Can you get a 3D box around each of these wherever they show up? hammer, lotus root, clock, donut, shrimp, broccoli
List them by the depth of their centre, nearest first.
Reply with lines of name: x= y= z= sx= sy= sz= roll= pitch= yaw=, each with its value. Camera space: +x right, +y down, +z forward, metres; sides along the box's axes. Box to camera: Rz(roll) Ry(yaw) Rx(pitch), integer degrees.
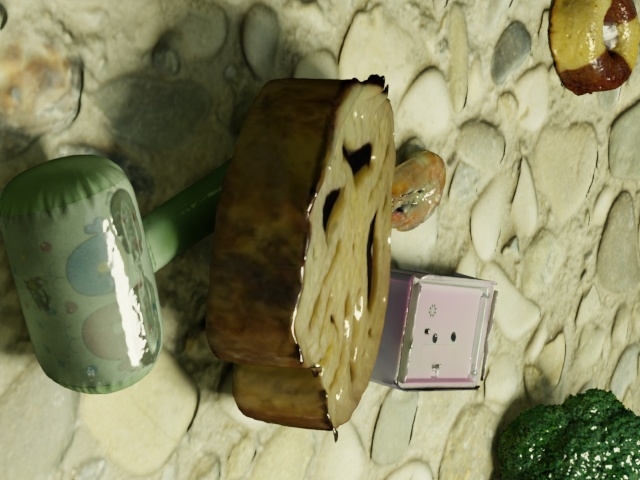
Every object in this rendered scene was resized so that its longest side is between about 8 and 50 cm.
hammer: x=-0.147 y=-0.013 z=1.249 sx=0.335 sy=0.119 sz=0.206 roll=-38 pitch=127 yaw=-50
lotus root: x=0.000 y=0.000 z=1.371 sx=0.390 sy=0.111 sz=0.375 roll=80 pitch=27 yaw=-46
shrimp: x=0.097 y=-0.049 z=1.608 sx=0.190 sy=0.042 sz=0.101 roll=-24 pitch=124 yaw=-49
clock: x=0.135 y=0.108 z=1.665 sx=0.193 sy=0.073 sz=0.145 roll=8 pitch=91 yaw=-53
donut: x=0.391 y=-0.290 z=1.914 sx=0.166 sy=0.073 sz=0.184 roll=-45 pitch=129 yaw=-34
broccoli: x=0.393 y=0.348 z=1.929 sx=0.297 sy=0.297 sz=0.298 roll=-39 pitch=130 yaw=-68
